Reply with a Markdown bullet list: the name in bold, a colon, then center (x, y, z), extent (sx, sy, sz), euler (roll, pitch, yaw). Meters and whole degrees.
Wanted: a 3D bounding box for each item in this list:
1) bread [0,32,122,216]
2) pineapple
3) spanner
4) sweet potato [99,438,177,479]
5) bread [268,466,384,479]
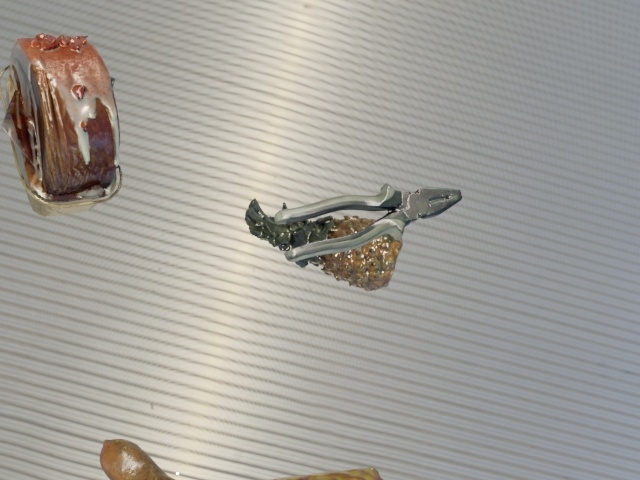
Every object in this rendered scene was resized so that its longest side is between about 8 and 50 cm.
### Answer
- **bread**: center (-0.333, -0.148, 1.013), extent (0.142, 0.212, 0.224), euler (-11, 68, -29)
- **pineapple**: center (0.000, 0.000, 1.571), extent (0.310, 0.170, 0.141), euler (17, 104, -4)
- **spanner**: center (0.087, -0.039, 1.315), extent (0.324, 0.040, 0.096), euler (-14, 80, -18)
- **sweet potato**: center (-0.345, 0.507, 1.669), extent (0.292, 0.097, 0.097), euler (27, 70, 21)
- **bread**: center (-0.012, 0.392, 1.063), extent (0.222, 0.096, 0.181), euler (0, 115, -26)
